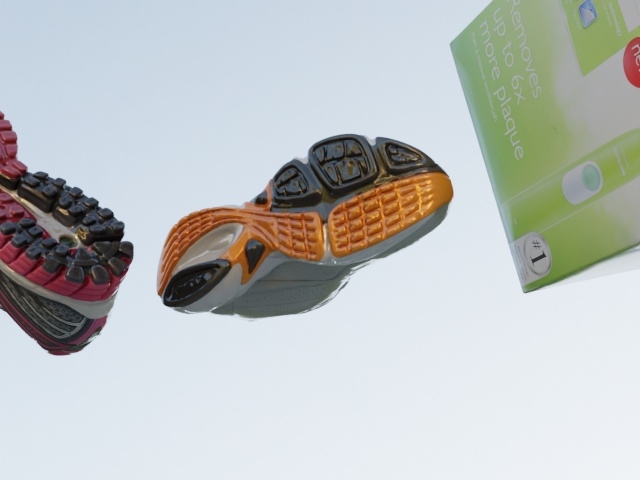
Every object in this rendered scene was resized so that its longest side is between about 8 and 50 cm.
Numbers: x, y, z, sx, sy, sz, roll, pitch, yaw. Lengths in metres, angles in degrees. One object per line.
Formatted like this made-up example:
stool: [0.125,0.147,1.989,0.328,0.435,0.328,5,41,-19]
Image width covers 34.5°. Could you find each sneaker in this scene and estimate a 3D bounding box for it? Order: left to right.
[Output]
sneaker: [-0.286,-0.023,0.843,0.299,0.121,0.112,41,-51,20]
sneaker: [0.000,0.000,0.806,0.262,0.099,0.121,-18,-28,34]

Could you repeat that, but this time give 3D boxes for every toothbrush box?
toothbrush box: [0.221,-0.103,0.668,0.122,0.206,0.283,-10,-12,-24]
